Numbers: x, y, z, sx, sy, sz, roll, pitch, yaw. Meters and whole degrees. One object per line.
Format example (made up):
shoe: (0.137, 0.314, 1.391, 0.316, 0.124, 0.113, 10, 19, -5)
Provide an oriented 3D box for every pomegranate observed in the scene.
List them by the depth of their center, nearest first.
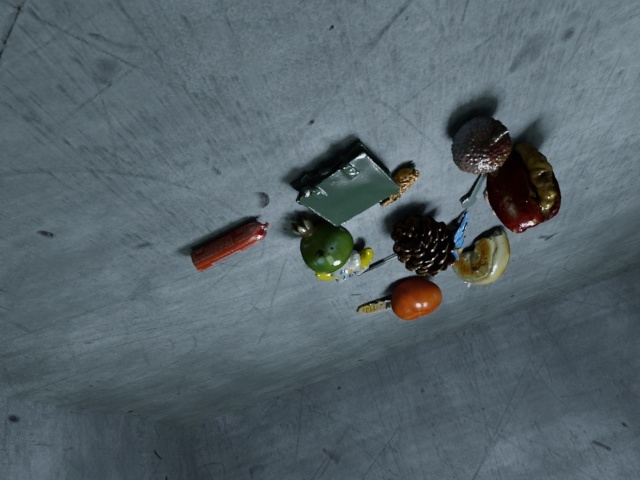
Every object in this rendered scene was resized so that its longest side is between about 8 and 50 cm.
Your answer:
pomegranate: (-0.001, 0.002, 1.560, 0.187, 0.187, 0.225, -33, 120, 25)

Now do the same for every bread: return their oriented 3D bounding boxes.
bread: (0.755, 0.097, 2.155, 0.171, 0.192, 0.314, 2, 146, -32)

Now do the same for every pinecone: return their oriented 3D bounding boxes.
pinecone: (0.375, 0.009, 1.747, 0.224, 0.224, 0.272, -32, 133, 23)

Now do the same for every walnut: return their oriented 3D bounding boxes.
walnut: (0.674, -0.173, 1.540, 0.222, 0.268, 0.244, -6, 153, -23)

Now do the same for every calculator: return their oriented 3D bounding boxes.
calculator: (0.304, 0.346, 2.503, 0.237, 0.033, 0.157, -15, 153, -3)

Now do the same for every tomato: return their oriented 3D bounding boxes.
tomato: (0.463, 0.286, 2.332, 0.260, 0.179, 0.259, -12, 152, -7)

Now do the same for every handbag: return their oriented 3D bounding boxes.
handbag: (0.078, -0.158, 1.400, 0.248, 0.079, 0.260, -31, 149, 21)

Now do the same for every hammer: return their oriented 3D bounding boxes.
hammer: (0.260, 0.095, 2.026, 0.246, 0.029, 0.103, -25, 152, 15)

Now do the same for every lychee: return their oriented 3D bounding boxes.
lychee: (0.457, -0.269, 1.339, 0.165, 0.165, 0.197, -13, 179, -12)

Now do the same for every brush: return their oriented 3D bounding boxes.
brush: (0.561, -0.205, 1.679, 0.062, 0.027, 0.266, -12, 148, -14)

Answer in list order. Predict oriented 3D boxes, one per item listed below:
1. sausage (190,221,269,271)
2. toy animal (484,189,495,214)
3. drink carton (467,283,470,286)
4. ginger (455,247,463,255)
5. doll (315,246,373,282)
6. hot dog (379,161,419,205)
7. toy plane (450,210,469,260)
sausage: (-0.278, 0.010, 1.491, 0.274, 0.074, 0.074, -25, 152, 13)
toy animal: (0.655, -0.159, 1.770, 0.091, 0.082, 0.114, -48, 140, -13)
drink carton: (0.776, 0.167, 2.422, 0.084, 0.074, 0.200, -12, 153, -11)
ginger: (0.524, 0.050, 2.061, 0.334, 0.081, 0.147, 5, 123, -42)
doll: (0.089, 0.096, 1.832, 0.238, 0.111, 0.252, -11, 160, -11)
hot dog: (0.248, -0.171, 1.506, 0.072, 0.055, 0.188, 4, 146, -34)
toy plane: (0.543, -0.019, 1.913, 0.169, 0.078, 0.246, -14, 126, -34)
